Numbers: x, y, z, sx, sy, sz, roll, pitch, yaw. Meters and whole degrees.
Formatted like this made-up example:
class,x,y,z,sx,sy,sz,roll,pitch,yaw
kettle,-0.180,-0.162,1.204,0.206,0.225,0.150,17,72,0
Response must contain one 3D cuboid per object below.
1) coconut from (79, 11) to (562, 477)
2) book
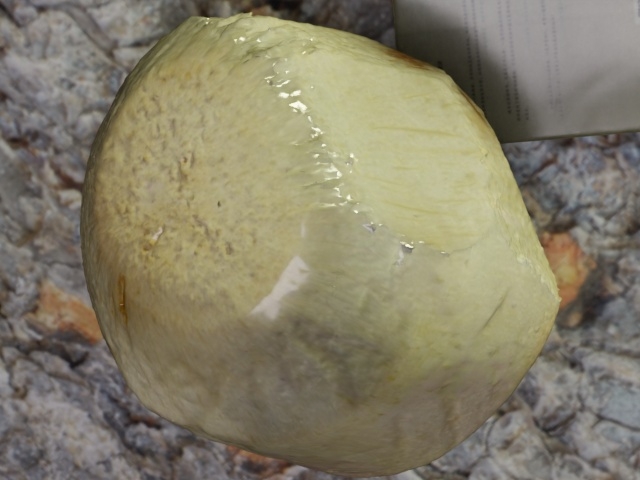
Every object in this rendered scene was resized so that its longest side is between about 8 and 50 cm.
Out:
class,x,y,z,sx,sy,sz,roll,pitch,yaw
coconut,0.000,0.000,1.392,0.344,0.415,0.415,-22,104,24
book,0.204,-0.189,1.468,0.282,0.025,0.215,-2,107,9
